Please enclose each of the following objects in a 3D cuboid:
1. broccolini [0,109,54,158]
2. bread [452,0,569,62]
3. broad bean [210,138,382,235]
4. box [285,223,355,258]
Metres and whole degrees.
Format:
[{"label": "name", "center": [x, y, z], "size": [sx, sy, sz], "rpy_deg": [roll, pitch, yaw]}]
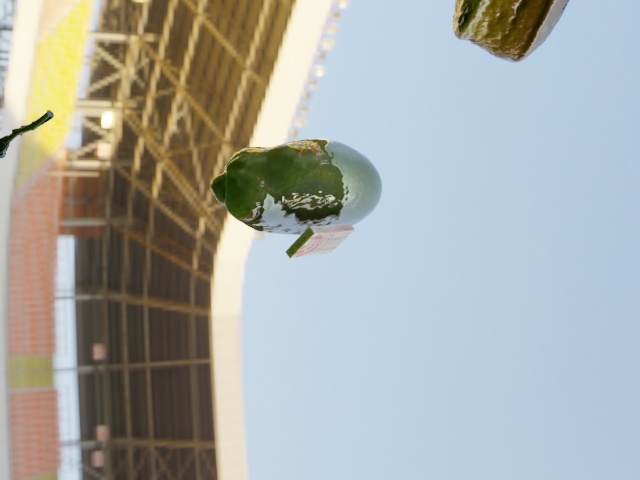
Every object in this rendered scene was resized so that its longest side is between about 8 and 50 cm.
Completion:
[{"label": "broccolini", "center": [-0.553, -0.203, 2.131], "size": [0.218, 0.042, 0.044], "rpy_deg": [-25, -78, 42]}, {"label": "bread", "center": [0.269, -0.370, 1.529], "size": [0.195, 0.142, 0.270], "rpy_deg": [-88, -167, -62]}, {"label": "broad bean", "center": [-0.033, -0.084, 1.910], "size": [0.238, 0.291, 0.119], "rpy_deg": [-44, -132, 48]}, {"label": "box", "center": [0.000, 0.000, 1.591], "size": [0.058, 0.093, 0.015], "rpy_deg": [-43, -112, 32]}]
